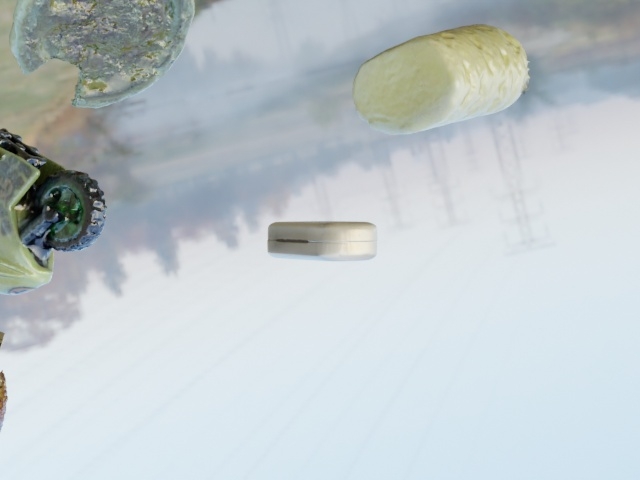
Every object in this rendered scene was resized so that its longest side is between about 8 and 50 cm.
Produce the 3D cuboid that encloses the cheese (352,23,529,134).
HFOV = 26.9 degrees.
[{"bbox_3d":[0.122,-0.162,1.329,0.123,0.093,0.167,-8,-174,38],"label":"cheese"}]

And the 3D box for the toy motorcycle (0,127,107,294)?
[{"bbox_3d":[-0.520,-0.072,2.136,0.410,0.237,0.169,35,-171,26],"label":"toy motorcycle"}]

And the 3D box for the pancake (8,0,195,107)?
[{"bbox_3d":[-0.270,-0.277,1.697,0.254,0.253,0.037,-15,-134,-17],"label":"pancake"}]

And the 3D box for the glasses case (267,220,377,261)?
[{"bbox_3d":[0.000,0.000,1.686,0.083,0.050,0.196,1,180,-28],"label":"glasses case"}]

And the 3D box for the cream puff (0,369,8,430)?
[{"bbox_3d":[-0.560,0.232,1.958,0.164,0.240,0.240,-28,177,28],"label":"cream puff"}]

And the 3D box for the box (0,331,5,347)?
[{"bbox_3d":[-0.285,0.094,1.065,0.053,0.024,0.083,21,-154,-14],"label":"box"}]
